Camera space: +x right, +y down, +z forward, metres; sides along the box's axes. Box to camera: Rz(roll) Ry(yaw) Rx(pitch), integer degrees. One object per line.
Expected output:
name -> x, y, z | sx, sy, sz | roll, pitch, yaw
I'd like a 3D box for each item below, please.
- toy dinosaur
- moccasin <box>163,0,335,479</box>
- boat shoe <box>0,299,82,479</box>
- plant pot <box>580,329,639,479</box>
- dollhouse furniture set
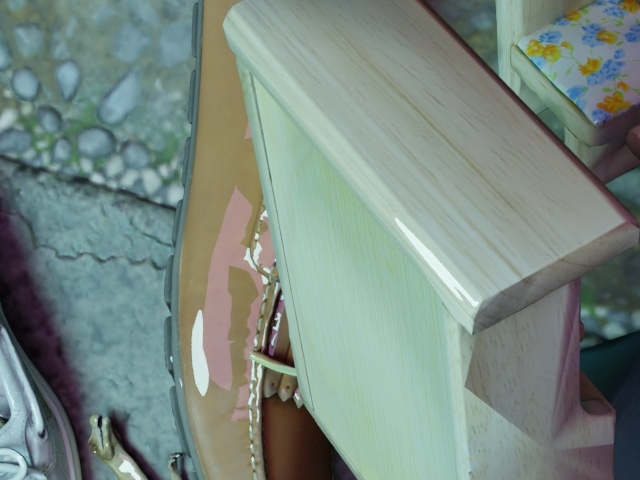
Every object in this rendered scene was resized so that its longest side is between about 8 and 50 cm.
toy dinosaur -> -0.103, 0.196, 1.089 | 0.093, 0.053, 0.183 | -4, 87, 27
moccasin -> 0.001, 0.000, 1.009 | 0.147, 0.139, 0.380 | 4, 86, 19
boat shoe -> -0.230, 0.081, 1.068 | 0.118, 0.103, 0.320 | -13, 92, 12
plant pot -> 0.119, 0.164, 0.928 | 0.165, 0.234, 0.165 | -21, 91, 22
dollhouse furniture set -> 0.184, -0.041, 0.757 | 0.394, 0.256, 0.362 | -28, 53, -14
